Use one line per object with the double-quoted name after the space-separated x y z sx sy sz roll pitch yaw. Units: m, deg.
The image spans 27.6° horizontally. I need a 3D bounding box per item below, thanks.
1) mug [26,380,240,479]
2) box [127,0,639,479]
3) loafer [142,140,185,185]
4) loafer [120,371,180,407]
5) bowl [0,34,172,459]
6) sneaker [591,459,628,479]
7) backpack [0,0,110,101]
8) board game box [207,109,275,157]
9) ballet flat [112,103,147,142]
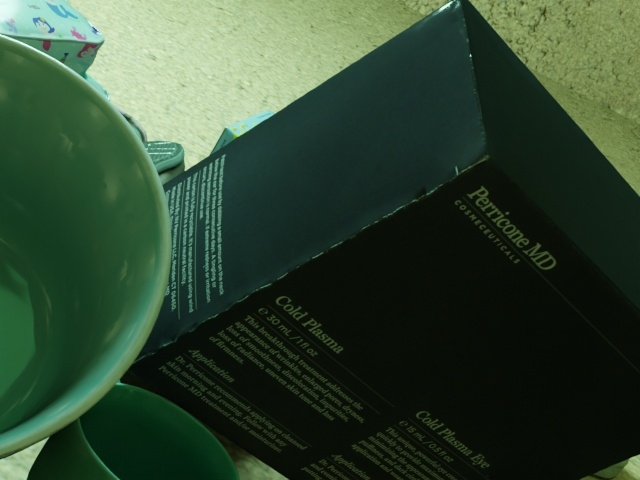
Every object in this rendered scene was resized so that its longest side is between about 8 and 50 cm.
-0.133 0.169 0.886 0.129 0.097 0.157 31 18 -14 "mug"
0.084 0.048 0.994 0.343 0.313 0.179 41 32 -35 "box"
-0.195 -0.036 1.327 0.096 0.084 0.267 -2 17 7 "loafer"
-0.086 0.066 1.143 0.134 0.130 0.366 39 22 18 "loafer"
-0.262 0.027 0.841 0.312 0.163 0.311 7 60 -13 "bowl"
0.243 0.157 1.408 0.283 0.122 0.110 19 24 -29 "sneaker"
-0.355 -0.184 1.275 0.253 0.191 0.225 36 21 27 "backpack"
0.000 0.000 1.396 0.275 0.142 0.144 34 21 6 "board game box"
-0.292 -0.156 1.459 0.221 0.077 0.079 32 1 -13 "ballet flat"
